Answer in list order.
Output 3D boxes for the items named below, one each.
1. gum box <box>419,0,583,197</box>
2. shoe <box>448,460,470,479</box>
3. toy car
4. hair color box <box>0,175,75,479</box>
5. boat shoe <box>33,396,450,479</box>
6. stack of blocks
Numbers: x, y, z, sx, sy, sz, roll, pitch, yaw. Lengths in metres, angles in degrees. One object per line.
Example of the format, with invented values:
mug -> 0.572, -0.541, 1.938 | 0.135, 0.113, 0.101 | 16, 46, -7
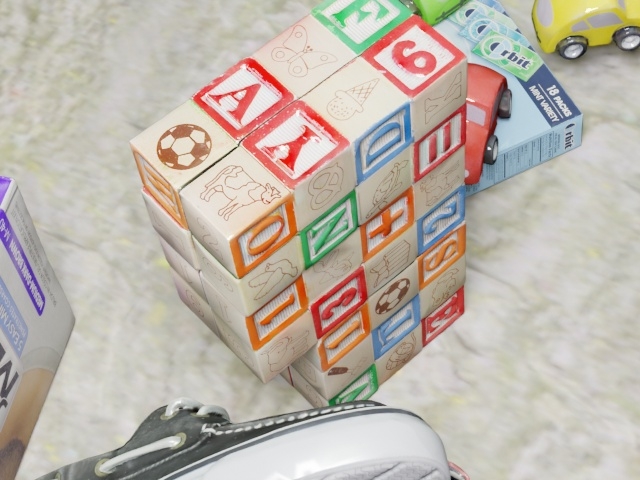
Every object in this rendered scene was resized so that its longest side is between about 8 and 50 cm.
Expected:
gum box -> 0.078, -0.101, 1.155 | 0.184, 0.041, 0.157 | -24, 57, -10
shoe -> 0.010, 0.173, 0.963 | 0.178, 0.081, 0.063 | -6, 57, 4
toy car -> 0.108, -0.174, 1.142 | 0.239, 0.053, 0.225 | -37, 60, -18
hair color box -> -0.271, 0.138, 0.959 | 0.110, 0.185, 0.339 | 11, 60, 12
boat shoe -> -0.084, 0.150, 0.921 | 0.335, 0.121, 0.119 | -22, 49, 19
stack of blocks -> 0.000, 0.000, 0.947 | 0.171, 0.297, 0.087 | -39, 63, -16
